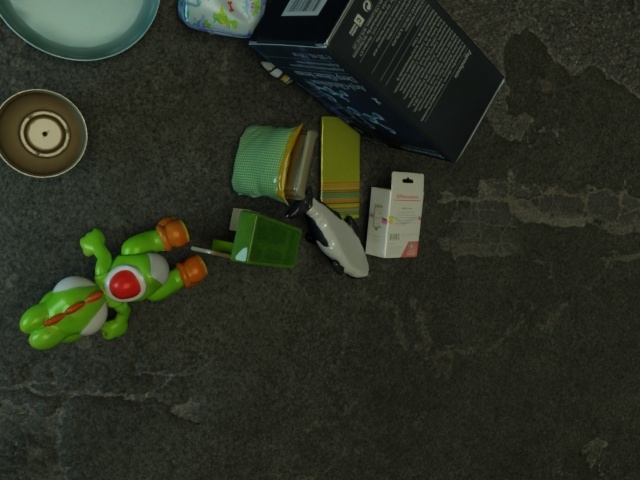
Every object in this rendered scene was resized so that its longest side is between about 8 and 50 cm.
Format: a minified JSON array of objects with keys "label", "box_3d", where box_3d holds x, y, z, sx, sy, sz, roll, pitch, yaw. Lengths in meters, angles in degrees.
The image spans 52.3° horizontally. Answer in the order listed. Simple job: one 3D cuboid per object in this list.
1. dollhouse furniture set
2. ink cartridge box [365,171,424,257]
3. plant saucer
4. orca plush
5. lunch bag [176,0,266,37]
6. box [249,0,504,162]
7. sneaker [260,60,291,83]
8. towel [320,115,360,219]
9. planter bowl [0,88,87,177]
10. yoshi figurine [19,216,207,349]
[{"label":"dollhouse furniture set","box_3d":[-0.142,-0.106,1.310,0.151,0.198,0.301,15,86,-54]},{"label":"ink cartridge box","box_3d":[0.175,-0.062,1.520,0.115,0.067,0.198,0,99,-41]},{"label":"plant saucer","box_3d":[-0.469,-0.504,1.249,0.318,0.044,0.317,-3,98,-22]},{"label":"orca plush","box_3d":[0.000,0.000,1.461,0.287,0.102,0.151,33,55,-49]},{"label":"lunch bag","box_3d":[-0.190,-0.523,1.309,0.176,0.090,0.218,3,109,-21]},{"label":"box","box_3d":[0.112,-0.360,1.300,0.396,0.294,0.211,31,87,-36]},{"label":"sneaker","box_3d":[-0.055,-0.434,1.397,0.084,0.070,0.185,30,87,-26]},{"label":"towel","box_3d":[0.044,-0.166,1.502,0.102,0.021,0.237,-3,99,-24]},{"label":"planter bowl","box_3d":[-0.530,-0.203,1.247,0.162,0.109,0.161,-3,99,-18]},{"label":"yoshi figurine","box_3d":[-0.430,0.096,1.325,0.362,0.203,0.203,-30,148,-27]}]
